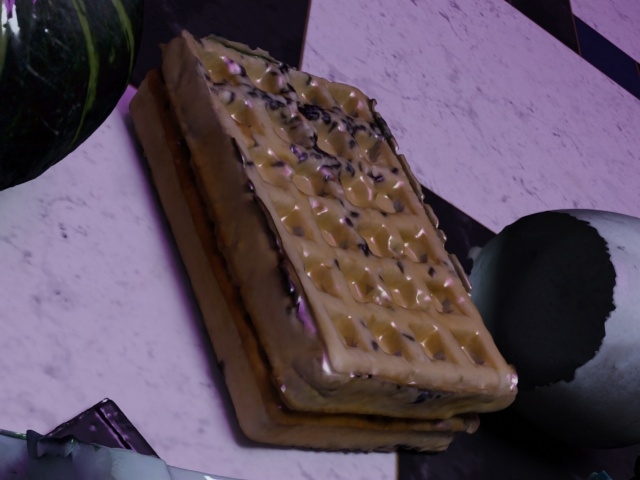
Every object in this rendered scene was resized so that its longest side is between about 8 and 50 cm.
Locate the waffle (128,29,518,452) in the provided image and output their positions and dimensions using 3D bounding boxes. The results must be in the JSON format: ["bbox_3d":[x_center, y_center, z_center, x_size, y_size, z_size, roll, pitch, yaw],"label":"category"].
[{"bbox_3d":[0.000,0.000,1.109,0.261,0.114,0.376,10,44,-41],"label":"waffle"}]

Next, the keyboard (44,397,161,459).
[{"bbox_3d":[-0.095,0.208,0.846,0.231,0.023,0.072,48,39,8],"label":"keyboard"}]

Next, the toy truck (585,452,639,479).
[{"bbox_3d":[0.346,0.298,1.107,0.279,0.156,0.155,28,35,-23],"label":"toy truck"}]

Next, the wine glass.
[{"bbox_3d":[0.294,0.092,1.233,0.323,0.238,0.238,25,35,-43],"label":"wine glass"}]

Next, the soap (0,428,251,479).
[{"bbox_3d":[-0.071,0.273,0.566,0.156,0.261,0.446,8,45,-43],"label":"soap"}]

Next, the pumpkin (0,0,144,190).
[{"bbox_3d":[-0.277,-0.175,0.879,0.323,0.241,0.323,26,40,-24],"label":"pumpkin"}]
